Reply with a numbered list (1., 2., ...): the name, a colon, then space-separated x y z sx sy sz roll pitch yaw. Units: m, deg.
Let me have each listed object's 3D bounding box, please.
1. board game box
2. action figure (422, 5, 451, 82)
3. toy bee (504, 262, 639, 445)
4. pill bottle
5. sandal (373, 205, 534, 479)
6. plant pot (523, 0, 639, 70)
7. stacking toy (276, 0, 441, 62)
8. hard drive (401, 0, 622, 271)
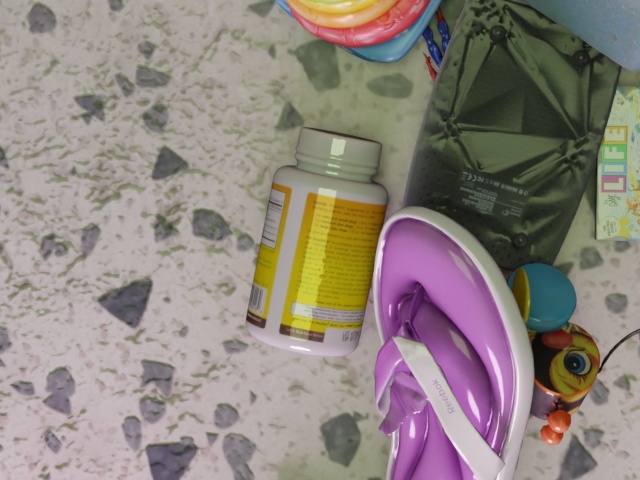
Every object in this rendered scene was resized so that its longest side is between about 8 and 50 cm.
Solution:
1. board game box: 0.326 -0.076 1.354 0.103 0.026 0.154 0 95 8
2. action figure: 0.124 -0.185 1.371 0.038 0.030 0.115 -20 95 5
3. toy bee: 0.204 0.103 1.302 0.298 0.162 0.195 3 140 21
4. pill bottle: 0.000 0.000 1.356 0.117 0.117 0.215 12 97 6
5. sandal: 0.108 0.167 1.269 0.169 0.102 0.416 18 129 35
6. plant pot: 0.306 -0.300 1.210 0.247 0.248 0.252 38 131 23
7. stacking toy: 0.010 -0.273 1.234 0.175 0.302 0.166 33 97 13
8. hard drive: 0.185 -0.104 1.338 0.172 0.054 0.255 17 106 3
